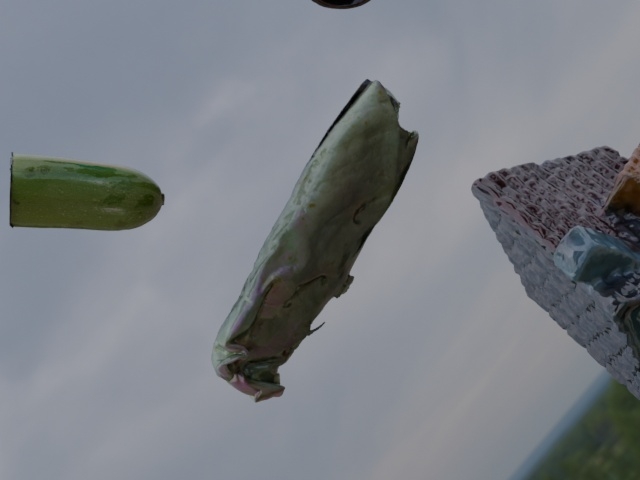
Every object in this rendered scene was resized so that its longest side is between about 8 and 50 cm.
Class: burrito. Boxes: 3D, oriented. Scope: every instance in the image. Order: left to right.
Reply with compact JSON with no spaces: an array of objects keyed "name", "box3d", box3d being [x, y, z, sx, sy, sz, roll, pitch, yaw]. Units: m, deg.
[{"name":"burrito","box3d":[-0.003,-0.002,1.364,0.096,0.066,0.309,36,-101,-42]}]

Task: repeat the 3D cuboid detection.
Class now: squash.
[{"name":"squash","box3d":[-0.281,-0.056,1.829,0.095,0.188,0.095,-178,90,-81]}]

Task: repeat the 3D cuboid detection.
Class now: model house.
[{"name":"model house","box3d":[0.348,0.000,1.706,0.339,0.360,0.297,17,-71,-34]}]

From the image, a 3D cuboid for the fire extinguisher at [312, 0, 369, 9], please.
[{"name":"fire extinguisher","box3d":[-0.008,-0.355,1.627,0.141,0.341,0.105,-20,-56,5]}]
